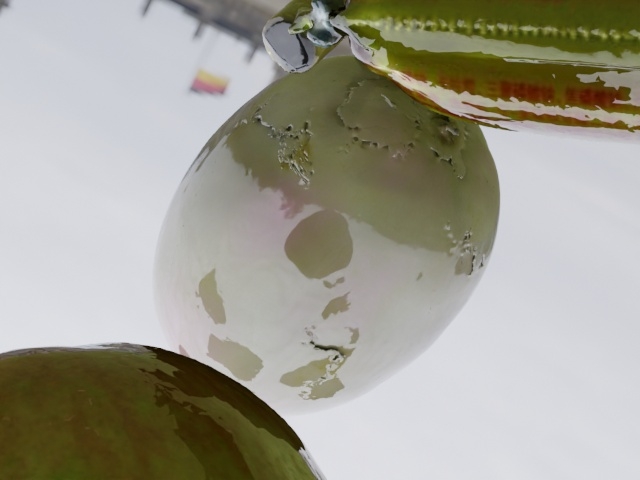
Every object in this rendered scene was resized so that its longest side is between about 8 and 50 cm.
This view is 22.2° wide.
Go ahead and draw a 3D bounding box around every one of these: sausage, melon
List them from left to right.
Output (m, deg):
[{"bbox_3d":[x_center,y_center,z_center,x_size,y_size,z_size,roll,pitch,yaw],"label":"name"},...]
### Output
[{"bbox_3d":[0.000,0.000,1.194,0.223,0.317,0.223,19,-131,-23],"label":"melon"},{"bbox_3d":[0.129,-0.107,0.854,0.317,0.117,0.125,5,-146,19],"label":"sausage"}]

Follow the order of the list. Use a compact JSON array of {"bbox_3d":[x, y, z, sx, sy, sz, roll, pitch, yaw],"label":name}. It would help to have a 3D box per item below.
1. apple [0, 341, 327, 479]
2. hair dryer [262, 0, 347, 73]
[{"bbox_3d":[-0.127,0.221,0.781,0.339,0.339,0.339,26,-165,-7],"label":"apple"},{"bbox_3d":[0.035,-0.176,1.116,0.090,0.135,0.279,23,-143,15],"label":"hair dryer"}]
